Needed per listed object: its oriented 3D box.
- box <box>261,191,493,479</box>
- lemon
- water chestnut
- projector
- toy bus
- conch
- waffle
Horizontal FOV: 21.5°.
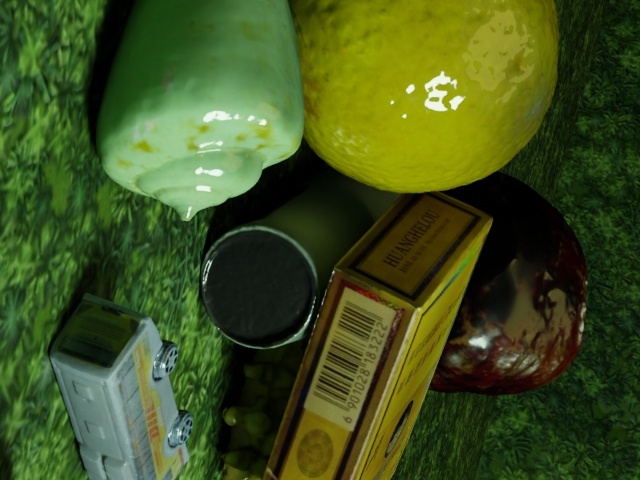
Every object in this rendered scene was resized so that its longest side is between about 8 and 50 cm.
[{"bbox_3d":[0.041,0.121,1.463,0.193,0.084,0.301,-44,156,-56],"label":"box"},{"bbox_3d":[0.074,-0.164,1.376,0.267,0.267,0.267,13,90,-75],"label":"lemon"},{"bbox_3d":[0.172,0.043,1.908,0.244,0.289,0.289,74,32,-52],"label":"water chestnut"},{"bbox_3d":[0.000,0.000,1.513,0.337,0.108,0.108,-38,138,-67],"label":"projector"},{"bbox_3d":[-0.138,0.117,1.188,0.190,0.064,0.075,85,29,-50],"label":"toy bus"},{"bbox_3d":[-0.077,-0.131,1.143,0.143,0.137,0.251,39,42,-45],"label":"conch"},{"bbox_3d":[-0.021,0.148,1.637,0.293,0.069,0.260,-62,160,-49],"label":"waffle"}]
